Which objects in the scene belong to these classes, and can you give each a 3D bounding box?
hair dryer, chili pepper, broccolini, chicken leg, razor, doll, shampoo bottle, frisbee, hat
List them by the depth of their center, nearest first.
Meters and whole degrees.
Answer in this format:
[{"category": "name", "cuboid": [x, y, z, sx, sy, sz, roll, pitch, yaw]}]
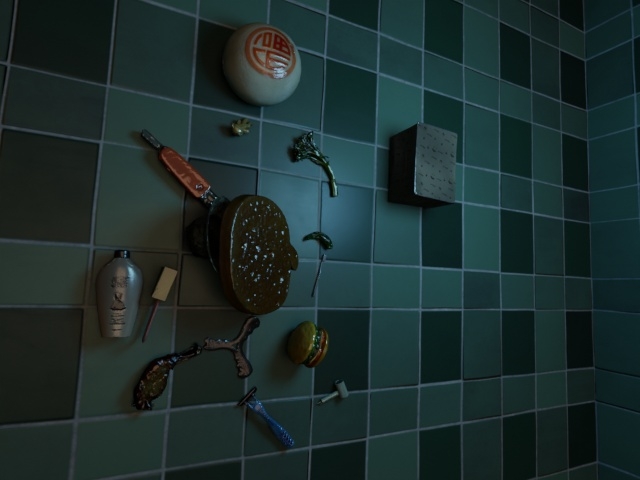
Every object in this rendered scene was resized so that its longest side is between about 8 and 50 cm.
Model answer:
[{"category": "shampoo bottle", "cuboid": [-0.594, 0.154, 1.186, 0.127, 0.078, 0.256, 2, 82, -23]}, {"category": "chicken leg", "cuboid": [-0.480, 0.407, 1.239, 0.253, 0.051, 0.106, -45, 111, -23]}, {"category": "hat", "cuboid": [-0.358, -0.010, 1.283, 0.129, 0.265, 0.265, -7, 89, 10]}, {"category": "frisbee", "cuboid": [-0.301, 0.359, 1.352, 0.188, 0.012, 0.210, 7, 84, -25]}, {"category": "razor", "cuboid": [-0.175, 0.622, 1.378, 0.082, 0.042, 0.253, -42, 105, -24]}, {"category": "doll", "cuboid": [-0.274, -0.398, 1.407, 0.061, 0.051, 0.093, 46, 67, -9]}, {"category": "hair dryer", "cuboid": [0.041, 0.574, 1.498, 0.124, 0.038, 0.063, -21, 94, -19]}, {"category": "chili pepper", "cuboid": [0.002, -0.008, 1.522, 0.118, 0.035, 0.055, 24, 59, -27]}, {"category": "broccolini", "cuboid": [-0.016, -0.275, 1.530, 0.123, 0.062, 0.271, -33, 103, -15]}]

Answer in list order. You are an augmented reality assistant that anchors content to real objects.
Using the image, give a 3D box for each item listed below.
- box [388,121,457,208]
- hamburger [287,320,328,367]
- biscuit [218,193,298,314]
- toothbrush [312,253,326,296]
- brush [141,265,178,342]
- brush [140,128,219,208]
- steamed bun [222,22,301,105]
[{"category": "box", "cuboid": [0.425, -0.302, 1.674, 0.225, 0.190, 0.296, 7, 84, -26]}, {"category": "hamburger", "cuboid": [-0.043, 0.363, 1.402, 0.115, 0.162, 0.162, 27, 75, -24]}, {"category": "biscuit", "cuboid": [-0.202, 0.050, 1.340, 0.350, 0.070, 0.394, 19, 70, -54]}, {"category": "toothbrush", "cuboid": [-0.004, 0.132, 1.521, 0.014, 0.011, 0.167, 23, 76, -29]}, {"category": "brush", "cuboid": [-0.500, 0.194, 1.218, 0.047, 0.103, 0.233, 23, 77, -21]}, {"category": "brush", "cuboid": [-0.455, -0.230, 1.302, 0.323, 0.051, 0.070, 46, 71, -16]}, {"category": "steamed bun", "cuboid": [-0.193, -0.621, 1.395, 0.283, 0.177, 0.282, 3, 84, -26]}]
